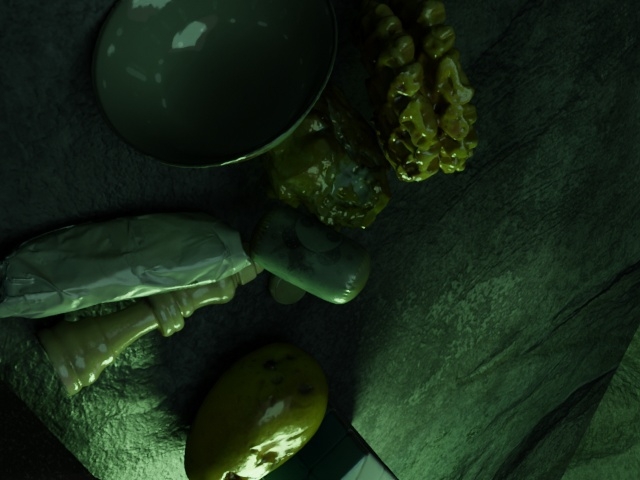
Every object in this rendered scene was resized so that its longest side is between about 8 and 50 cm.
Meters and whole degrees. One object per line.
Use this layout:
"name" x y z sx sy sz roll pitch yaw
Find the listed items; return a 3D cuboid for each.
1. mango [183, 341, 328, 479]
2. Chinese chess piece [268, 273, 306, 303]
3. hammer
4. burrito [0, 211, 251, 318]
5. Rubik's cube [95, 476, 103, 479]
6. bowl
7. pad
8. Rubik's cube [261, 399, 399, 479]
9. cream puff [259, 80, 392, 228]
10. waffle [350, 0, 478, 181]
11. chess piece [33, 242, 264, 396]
"mango" -0.138 0.366 1.357 0.365 0.182 0.253 -50 138 13
"Chinese chess piece" -0.064 0.086 1.332 0.084 0.034 0.084 -17 123 -28
"hammer" 0.000 0.000 1.184 0.113 0.202 0.305 -61 178 17
"burrito" -0.331 0.034 1.032 0.445 0.139 0.101 -12 152 -25
"Rubik's cube" -0.378 0.632 1.130 0.363 0.359 0.362 70 35 -43
"bowl" -0.132 -0.230 0.947 0.337 0.337 0.157 -46 161 -5
"pad" -0.508 0.354 1.012 0.220 0.004 0.330 -43 100 -27
"Rubik's cube" 0.016 0.528 1.524 0.231 0.224 0.221 -43 133 -8
"cream puff" -0.010 -0.127 1.116 0.185 0.282 0.282 -26 140 25
"waffle" 0.156 -0.250 1.140 0.151 0.261 0.324 -20 130 3
"chess piece" -0.269 0.108 1.140 0.397 0.117 0.117 -30 130 -23
